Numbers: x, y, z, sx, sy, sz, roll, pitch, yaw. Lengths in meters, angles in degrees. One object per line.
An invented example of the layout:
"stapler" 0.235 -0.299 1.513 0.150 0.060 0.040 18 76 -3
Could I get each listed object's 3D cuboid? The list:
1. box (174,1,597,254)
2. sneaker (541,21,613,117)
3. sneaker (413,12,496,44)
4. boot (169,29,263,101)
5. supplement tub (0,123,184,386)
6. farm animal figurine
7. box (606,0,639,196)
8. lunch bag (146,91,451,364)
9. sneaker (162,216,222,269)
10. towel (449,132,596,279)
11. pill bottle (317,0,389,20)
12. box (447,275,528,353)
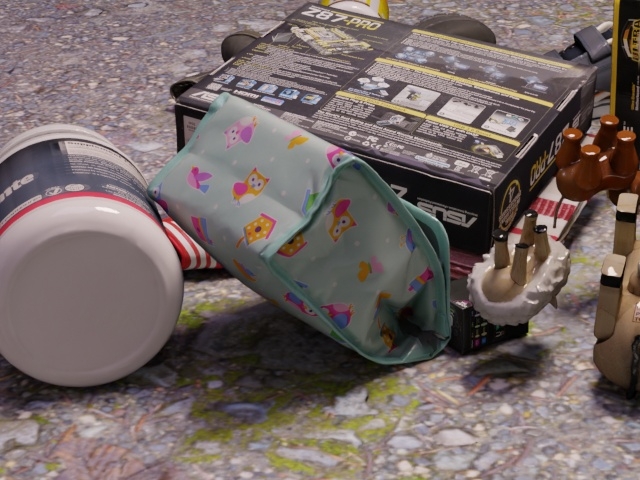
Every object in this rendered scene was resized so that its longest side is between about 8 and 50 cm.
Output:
"box" 0.079 -0.146 1.714 0.394 0.097 0.318 16 39 23
"sneaker" 0.369 -0.237 2.069 0.321 0.128 0.126 -7 26 -7
"sneaker" 0.132 -0.243 2.145 0.286 0.109 0.130 -19 34 -14
"boot" -0.140 -0.240 2.187 0.189 0.076 0.208 18 37 40
"supplement tub" -0.248 0.006 1.476 0.191 0.191 0.272 -7 25 -13
"farm animal figurine" 0.349 0.036 1.430 0.330 0.172 0.327 21 44 27
"box" 0.461 -0.216 1.853 0.079 0.257 0.322 15 30 32
"lunch bag" 0.000 0.000 1.446 0.160 0.262 0.223 -53 42 -6
"sneaker" -0.147 -0.034 1.693 0.128 0.087 0.221 -6 23 -12
"towel" 0.179 -0.052 1.690 0.237 0.037 0.329 15 37 21
"pill bottle" 0.049 -0.342 2.329 0.117 0.117 0.215 0 24 4
"box" 0.157 0.069 1.480 0.083 0.052 0.062 -15 26 -26
